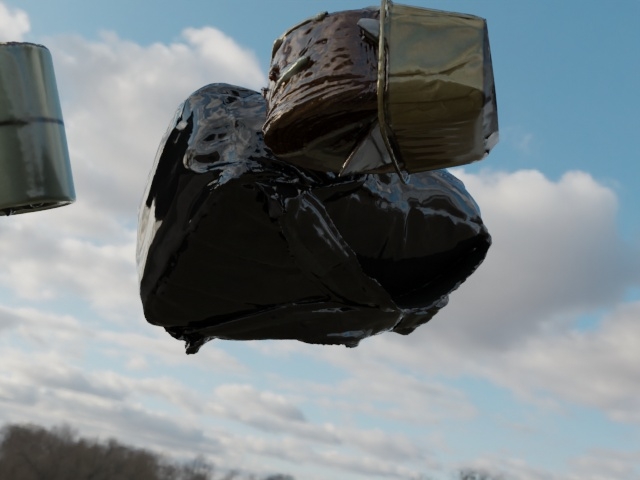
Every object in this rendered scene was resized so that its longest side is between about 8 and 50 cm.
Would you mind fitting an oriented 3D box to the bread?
[{"bbox_3d":[0.053,-0.122,0.735,0.212,0.142,0.224,-3,-13,12],"label":"bread"}]

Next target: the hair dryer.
[{"bbox_3d":[-0.481,-0.117,0.940,0.362,0.203,0.128,-10,1,-32],"label":"hair dryer"}]

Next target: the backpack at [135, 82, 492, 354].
[{"bbox_3d":[0.000,0.000,1.032,0.446,0.255,0.363,6,-42,-26],"label":"backpack"}]
